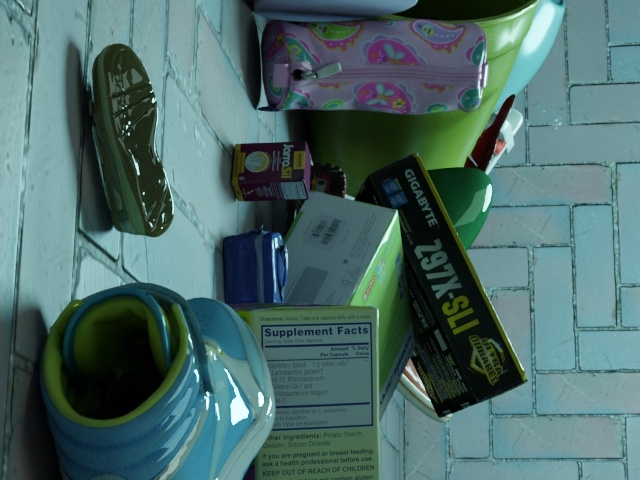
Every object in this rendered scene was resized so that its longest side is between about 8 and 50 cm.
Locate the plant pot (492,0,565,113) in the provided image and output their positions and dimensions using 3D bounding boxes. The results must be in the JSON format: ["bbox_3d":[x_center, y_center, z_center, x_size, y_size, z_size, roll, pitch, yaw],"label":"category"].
[{"bbox_3d":[0.283,-0.382,2.313,0.290,0.195,0.290,39,32,-30],"label":"plant pot"}]

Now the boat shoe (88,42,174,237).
[{"bbox_3d":[-0.153,-0.075,1.079,0.056,0.048,0.153,-43,128,-48],"label":"boat shoe"}]

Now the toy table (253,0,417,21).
[{"bbox_3d":[0.015,-0.355,1.666,0.274,0.252,0.161,4,-87,56],"label":"toy table"}]

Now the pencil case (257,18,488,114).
[{"bbox_3d":[0.064,-0.215,1.754,0.124,0.284,0.124,179,-90,-73],"label":"pencil case"}]

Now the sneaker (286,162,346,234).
[{"bbox_3d":[0.000,0.000,1.945,0.093,0.088,0.225,91,7,-48],"label":"sneaker"}]

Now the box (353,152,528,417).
[{"bbox_3d":[0.143,0.068,1.865,0.257,0.079,0.322,113,-47,-78],"label":"box"}]

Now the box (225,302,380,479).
[{"bbox_3d":[-0.034,0.180,1.308,0.213,0.117,0.243,176,-86,-73],"label":"box"}]

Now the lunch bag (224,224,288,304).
[{"bbox_3d":[-0.067,0.032,1.544,0.067,0.065,0.098,-38,126,-80],"label":"lunch bag"}]

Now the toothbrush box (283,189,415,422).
[{"bbox_3d":[0.019,0.113,1.748,0.283,0.122,0.206,77,33,-49],"label":"toothbrush box"}]

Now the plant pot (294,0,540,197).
[{"bbox_3d":[0.117,-0.253,2.056,0.366,0.366,0.353,-80,178,-53],"label":"plant pot"}]

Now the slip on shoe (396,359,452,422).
[{"bbox_3d":[0.107,0.130,2.100,0.331,0.101,0.123,57,1,-6],"label":"slip on shoe"}]

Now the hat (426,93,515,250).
[{"bbox_3d":[0.228,-0.062,1.932,0.173,0.183,0.208,-126,-160,-70],"label":"hat"}]

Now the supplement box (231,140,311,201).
[{"bbox_3d":[-0.055,-0.077,1.586,0.043,0.083,0.055,75,15,-59],"label":"supplement box"}]

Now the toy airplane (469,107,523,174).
[{"bbox_3d":[0.170,-0.249,2.513,0.386,0.272,0.384,54,2,-33],"label":"toy airplane"}]

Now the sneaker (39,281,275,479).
[{"bbox_3d":[-0.111,0.087,1.035,0.319,0.127,0.208,-79,167,-58],"label":"sneaker"}]
